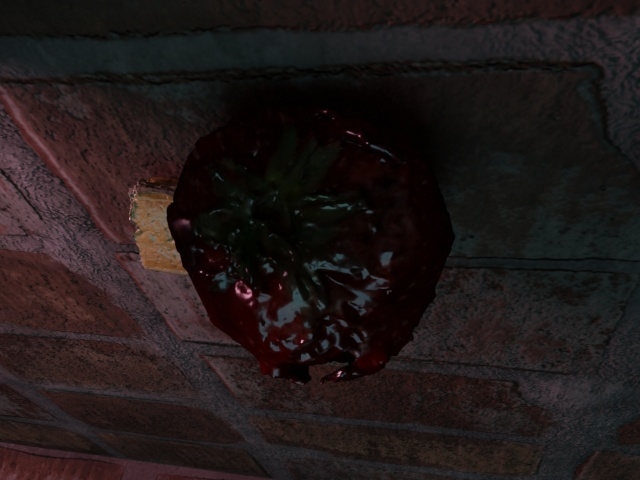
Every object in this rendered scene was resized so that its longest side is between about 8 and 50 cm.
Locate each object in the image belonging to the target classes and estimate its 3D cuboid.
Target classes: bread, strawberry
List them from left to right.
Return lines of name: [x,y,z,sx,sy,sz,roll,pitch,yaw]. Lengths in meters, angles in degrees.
bread: [-0.167,-0.020,0.737,0.105,0.082,0.125,4,126,-4]
strawberry: [0.000,0.000,0.612,0.273,0.275,0.220,1,-177,16]
